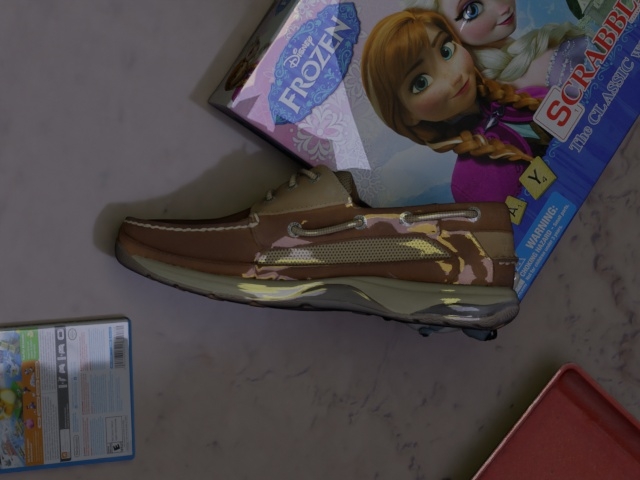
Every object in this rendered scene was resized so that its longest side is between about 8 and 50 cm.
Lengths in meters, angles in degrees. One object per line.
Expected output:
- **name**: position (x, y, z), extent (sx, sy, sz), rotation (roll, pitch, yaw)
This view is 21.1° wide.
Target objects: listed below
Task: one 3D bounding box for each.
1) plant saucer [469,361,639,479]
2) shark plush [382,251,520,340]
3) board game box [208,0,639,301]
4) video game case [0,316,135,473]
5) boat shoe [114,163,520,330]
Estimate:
- **plant saucer**: position (0.220, 0.279, 1.557), extent (0.258, 0.047, 0.259), rotation (42, 82, -20)
- **shark plush**: position (0.097, 0.039, 1.444), extent (0.073, 0.161, 0.067), rotation (-40, 119, -45)
- **board game box**: position (0.122, -0.159, 1.448), extent (0.318, 0.066, 0.319), rotation (33, 86, -21)
- **video game case**: position (-0.234, 0.127, 1.389), extent (0.166, 0.015, 0.119), rotation (-4, 100, -19)
- **boat shoe**: position (0.000, 0.000, 1.371), extent (0.324, 0.123, 0.116), rotation (6, 88, 3)
